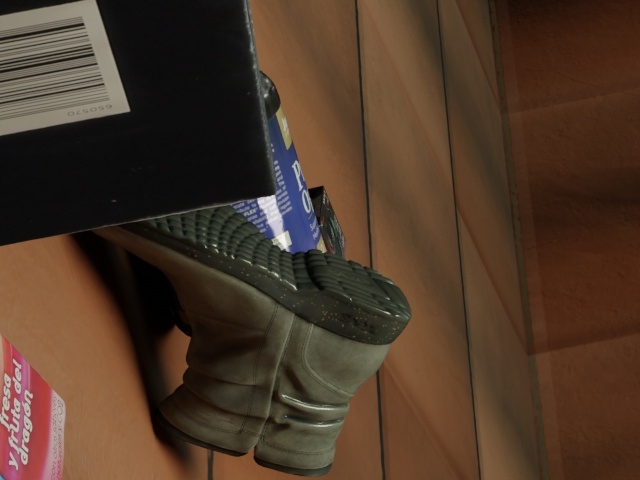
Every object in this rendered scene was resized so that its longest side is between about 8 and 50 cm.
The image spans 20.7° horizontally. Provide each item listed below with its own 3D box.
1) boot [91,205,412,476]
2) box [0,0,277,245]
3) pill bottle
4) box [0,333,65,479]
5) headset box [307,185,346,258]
[{"bbox_3d":[-0.074,0.066,1.174,0.161,0.246,0.083,-60,-166,21],"label":"boot"},{"bbox_3d":[-0.136,-0.207,0.717,0.343,0.178,0.313,84,-6,-69],"label":"box"},{"bbox_3d":[-0.076,-0.048,1.237,0.123,0.122,0.219,-71,147,-64],"label":"pill bottle"},{"bbox_3d":[-0.182,0.154,0.650,0.123,0.128,0.257,59,24,-53],"label":"box"},{"bbox_3d":[0.000,0.000,1.681,0.062,0.032,0.083,-84,156,-50],"label":"headset box"}]
